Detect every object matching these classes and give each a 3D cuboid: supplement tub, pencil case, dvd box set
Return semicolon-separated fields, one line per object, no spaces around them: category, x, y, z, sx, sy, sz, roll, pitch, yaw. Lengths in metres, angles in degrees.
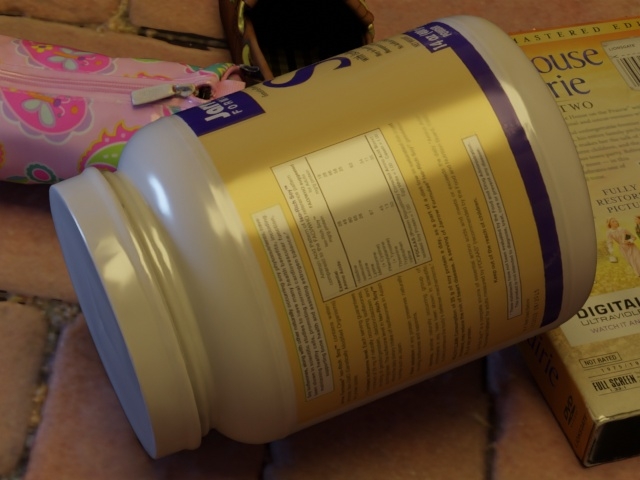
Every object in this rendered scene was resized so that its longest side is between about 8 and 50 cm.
supplement tub;0.000;0.000;1.335;0.331;0.241;0.241;-21;52;-13
pencil case;-0.194;-0.100;1.477;0.284;0.124;0.124;8;44;8
dvd box set;0.262;-0.020;1.560;0.308;0.062;0.420;-10;49;-21

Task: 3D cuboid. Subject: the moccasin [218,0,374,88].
moccasin;-0.019;-0.184;1.600;0.139;0.147;0.380;6;45;-7
